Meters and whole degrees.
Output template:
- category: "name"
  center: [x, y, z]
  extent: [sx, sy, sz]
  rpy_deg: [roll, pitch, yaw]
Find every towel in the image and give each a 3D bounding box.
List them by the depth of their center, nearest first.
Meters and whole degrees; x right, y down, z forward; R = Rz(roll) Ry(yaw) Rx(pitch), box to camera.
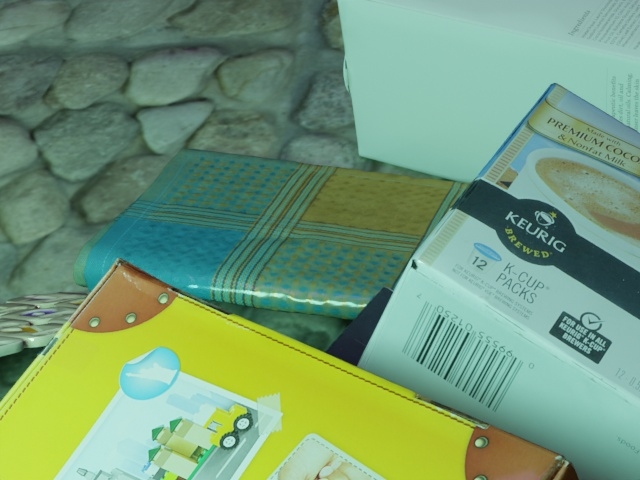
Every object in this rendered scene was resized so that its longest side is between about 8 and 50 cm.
- category: "towel"
  center: [0.000, 0.000, 1.667]
  extent: [0.370, 0.040, 0.271]
  rpy_deg: [8, 27, 17]

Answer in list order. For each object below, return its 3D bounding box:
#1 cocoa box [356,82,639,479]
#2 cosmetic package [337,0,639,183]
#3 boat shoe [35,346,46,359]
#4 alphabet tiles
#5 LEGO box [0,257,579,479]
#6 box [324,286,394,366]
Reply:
- category: "cocoa box"
  center: [0.224, 0.105, 1.310]
  extent: [0.347, 0.231, 0.228]
  rpy_deg: [33, 49, 10]
- category: "cosmetic package"
  center: [0.213, -0.150, 1.735]
  extent: [0.365, 0.197, 0.155]
  rpy_deg: [18, 46, 27]
- category: "boat shoe"
  center: [-0.215, 0.193, 1.392]
  extent: [0.089, 0.109, 0.258]
  rpy_deg: [12, 59, -21]
- category: "alphabet tiles"
  center: [-0.297, 0.077, 1.568]
  extent: [0.278, 0.021, 0.284]
  rpy_deg: [2, 10, 45]
- category: "LEGO box"
  center: [-0.109, 0.301, 1.146]
  extent: [0.372, 0.193, 0.500]
  rpy_deg: [22, 63, 34]
- category: "box"
  center: [0.065, 0.145, 1.454]
  extent: [0.156, 0.093, 0.158]
  rpy_deg: [31, 51, 18]
